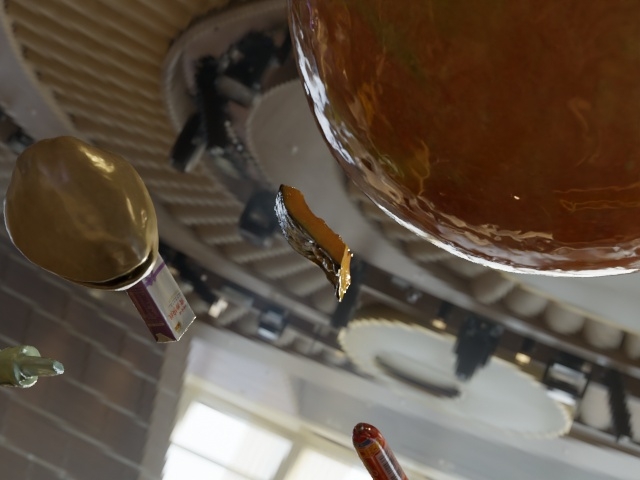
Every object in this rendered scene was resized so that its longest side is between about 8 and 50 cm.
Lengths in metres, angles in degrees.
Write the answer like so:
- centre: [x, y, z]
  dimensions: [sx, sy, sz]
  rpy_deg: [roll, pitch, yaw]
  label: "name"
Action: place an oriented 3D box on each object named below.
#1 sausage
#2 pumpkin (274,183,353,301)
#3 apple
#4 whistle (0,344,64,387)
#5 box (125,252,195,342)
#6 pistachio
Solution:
- centre: [0.064, 0.232, 1.293]
  dimensions: [0.034, 0.034, 0.129]
  rpy_deg: [4, -46, 44]
  label: "sausage"
- centre: [-0.001, -0.002, 1.030]
  dimensions: [0.101, 0.035, 0.073]
  rpy_deg: [50, -11, 28]
  label: "pumpkin"
- centre: [0.102, -0.116, 0.497]
  dimensions: [0.253, 0.254, 0.253]
  rpy_deg: [22, -20, 8]
  label: "apple"
- centre: [-0.246, 0.101, 1.009]
  dimensions: [0.100, 0.035, 0.035]
  rpy_deg: [-4, -33, 31]
  label: "whistle"
- centre: [-0.199, 0.064, 1.519]
  dimensions: [0.036, 0.051, 0.117]
  rpy_deg: [-5, -57, 35]
  label: "box"
- centre: [-0.212, -0.024, 1.134]
  dimensions: [0.185, 0.126, 0.108]
  rpy_deg: [34, -21, 35]
  label: "pistachio"
